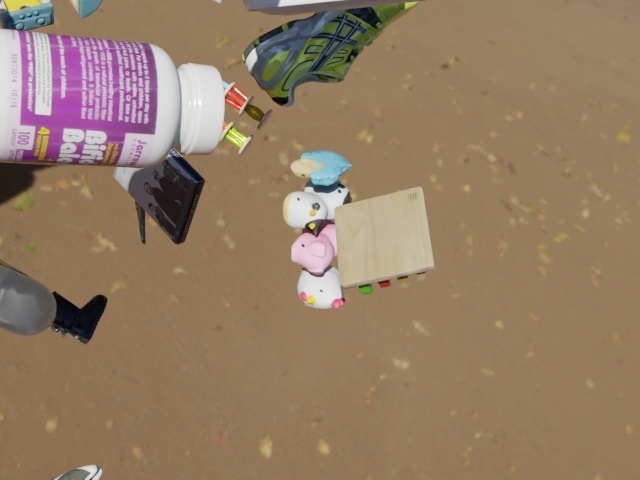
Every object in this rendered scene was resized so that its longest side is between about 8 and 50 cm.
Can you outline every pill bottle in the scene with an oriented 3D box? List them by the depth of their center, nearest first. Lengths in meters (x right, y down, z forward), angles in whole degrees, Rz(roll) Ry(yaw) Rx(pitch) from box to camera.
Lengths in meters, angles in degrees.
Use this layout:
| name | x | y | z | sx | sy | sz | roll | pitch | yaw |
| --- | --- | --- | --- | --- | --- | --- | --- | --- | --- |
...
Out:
| name | x | y | z | sx | sy | sz | roll | pitch | yaw |
| --- | --- | --- | --- | --- | --- | --- | --- | --- | --- |
| pill bottle | -0.288 | -0.180 | 1.123 | 0.301 | 0.169 | 0.169 | 0 | 45 | -25 |

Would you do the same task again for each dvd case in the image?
| name | x | y | z | sx | sy | sz | roll | pitch | yaw |
| --- | --- | --- | --- | --- | --- | --- | --- | --- | --- |
| dvd case | -0.345 | -0.132 | 1.796 | 0.029 | 0.179 | 0.239 | -22 | 58 | -43 |

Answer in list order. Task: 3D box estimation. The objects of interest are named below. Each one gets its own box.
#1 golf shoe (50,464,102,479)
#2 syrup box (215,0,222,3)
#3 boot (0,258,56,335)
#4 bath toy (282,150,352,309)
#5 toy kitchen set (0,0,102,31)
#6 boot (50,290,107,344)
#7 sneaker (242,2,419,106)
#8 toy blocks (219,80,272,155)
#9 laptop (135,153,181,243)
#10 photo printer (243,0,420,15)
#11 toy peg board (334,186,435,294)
| name | x | y | z | sx | sy | sz | roll | pitch | yaw |
| --- | --- | --- | --- | --- | --- | --- | --- | --- | --- |
| golf shoe | -0.369 | 0.488 | 1.365 | 0.120 | 0.105 | 0.273 | -31 | 63 | -7 |
| syrup box | -0.130 | -0.398 | 1.005 | 0.093 | 0.237 | 0.096 | 28 | 67 | 1 |
| boot | -0.518 | 0.040 | 1.226 | 0.305 | 0.115 | 0.112 | 36 | 78 | -7 |
| bath toy | 0.000 | 0.000 | 1.718 | 0.151 | 0.348 | 0.129 | -13 | 34 | -21 |
| toy kitchen set | -0.409 | -0.410 | 1.291 | 0.166 | 0.207 | 0.122 | -23 | 62 | -26 |
| boot | -0.458 | 0.128 | 1.584 | 0.099 | 0.045 | 0.121 | 35 | 42 | -22 |
| sneaker | 0.039 | -0.403 | 1.732 | 0.147 | 0.385 | 0.145 | 63 | 3 | 0 |
| toy blocks | -0.196 | -0.272 | 1.822 | 0.148 | 0.123 | 0.054 | 36 | -6 | 0 |
| laptop | -0.402 | -0.165 | 2.162 | 0.136 | 0.234 | 0.264 | -5 | 40 | -15 |
| photo printer | 0.006 | -0.479 | 1.290 | 0.307 | 0.256 | 0.107 | -6 | 14 | -1 |
| toy peg board | 0.116 | 0.009 | 1.473 | 0.160 | 0.079 | 0.161 | -13 | 57 | 14 |
